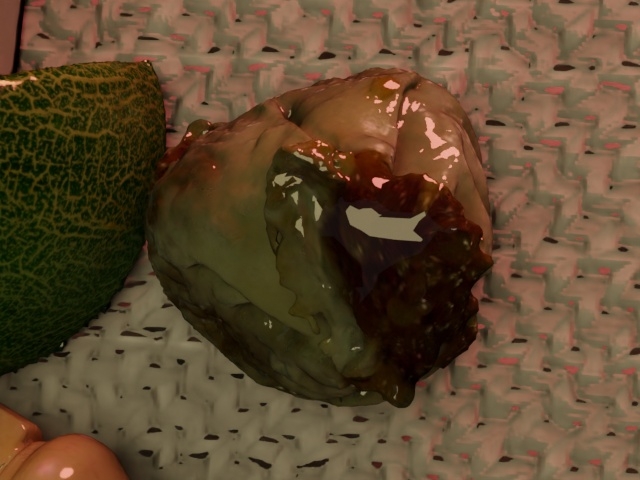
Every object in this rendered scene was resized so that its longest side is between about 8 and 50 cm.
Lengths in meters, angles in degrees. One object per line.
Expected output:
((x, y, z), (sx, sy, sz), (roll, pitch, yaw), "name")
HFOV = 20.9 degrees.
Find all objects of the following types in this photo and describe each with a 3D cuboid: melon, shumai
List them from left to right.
((-0.202, 0.009, 0.858), (0.265, 0.169, 0.129), (-21, 84, 11), "melon")
((-0.006, 0.000, 0.833), (0.184, 0.142, 0.184), (-1, 86, 8), "shumai")

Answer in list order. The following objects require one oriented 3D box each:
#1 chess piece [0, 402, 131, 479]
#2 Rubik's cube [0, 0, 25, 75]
((-0.046, 0.188, 0.850), (0.397, 0.117, 0.117), (26, 92, 14), "chess piece")
((-0.309, -0.218, 0.835), (0.283, 0.293, 0.288), (6, 87, 14), "Rubik's cube")
